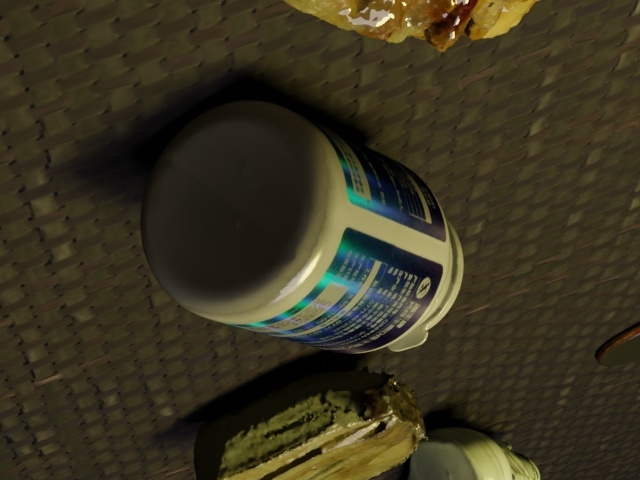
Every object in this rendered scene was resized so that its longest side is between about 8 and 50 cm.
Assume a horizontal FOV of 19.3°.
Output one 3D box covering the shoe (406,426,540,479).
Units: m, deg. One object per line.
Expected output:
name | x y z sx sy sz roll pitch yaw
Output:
shoe | 0.140 0.202 1.622 0.110 0.095 0.265 -23 165 -16

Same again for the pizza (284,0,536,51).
pizza | 0.034 -0.122 0.751 0.194 0.069 0.154 -14 158 -27

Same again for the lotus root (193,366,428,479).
lotus root | 0.001 0.128 1.319 0.144 0.070 0.143 -30 152 27

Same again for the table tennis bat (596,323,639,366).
table tennis bat | 0.301 0.068 1.563 0.156 0.013 0.087 -27 158 11

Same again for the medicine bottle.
medicine bottle | 0.000 0.000 0.956 0.107 0.107 0.191 -31 158 19
